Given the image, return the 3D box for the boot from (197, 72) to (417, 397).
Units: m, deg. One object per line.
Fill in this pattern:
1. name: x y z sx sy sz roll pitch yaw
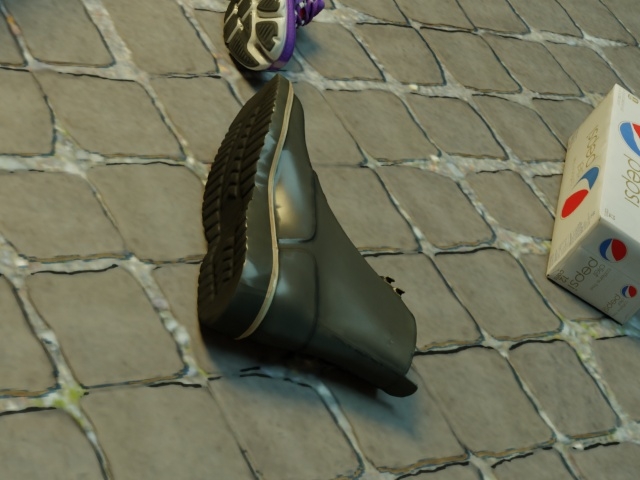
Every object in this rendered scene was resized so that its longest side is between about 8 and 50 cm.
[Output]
1. boot: 0.000 0.000 0.925 0.137 0.077 0.198 26 48 -23

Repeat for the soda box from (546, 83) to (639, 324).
1. soda box: 0.233 -0.033 1.163 0.074 0.069 0.216 32 35 -7

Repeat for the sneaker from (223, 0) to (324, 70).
1. sneaker: -0.026 -0.180 1.113 0.071 0.068 0.170 29 34 -21
